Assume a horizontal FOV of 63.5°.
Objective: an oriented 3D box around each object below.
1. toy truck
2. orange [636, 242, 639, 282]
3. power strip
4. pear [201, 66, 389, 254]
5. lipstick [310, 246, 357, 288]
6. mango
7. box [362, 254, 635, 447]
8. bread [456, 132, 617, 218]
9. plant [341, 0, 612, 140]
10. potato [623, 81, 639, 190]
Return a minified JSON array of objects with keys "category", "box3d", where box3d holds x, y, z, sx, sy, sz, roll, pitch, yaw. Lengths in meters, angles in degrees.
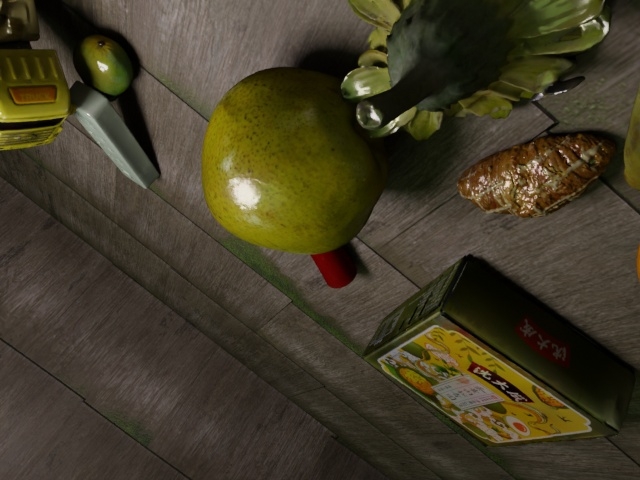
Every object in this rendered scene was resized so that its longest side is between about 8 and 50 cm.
[{"category":"toy truck","box3d":[-0.609,-0.389,0.964,0.253,0.180,0.406,-15,94,47]},{"category":"orange","box3d":[0.451,0.027,0.526,0.219,0.193,0.219,-7,153,-4]},{"category":"power strip","box3d":[-0.479,-0.228,1.227,0.091,0.062,0.385,31,164,11]},{"category":"pear","box3d":[-0.044,-0.112,0.791,0.294,0.294,0.294,27,150,17]},{"category":"lipstick","box3d":[0.000,0.000,1.100,0.080,0.080,0.241,7,141,41]},{"category":"mango","box3d":[-0.452,-0.352,1.064,0.122,0.086,0.191,43,152,-27]},{"category":"box","box3d":[0.327,0.254,1.062,0.372,0.138,0.420,36,152,1]},{"category":"bread","box3d":[0.275,-0.076,0.699,0.105,0.076,0.233,49,150,-19]},{"category":"plant","box3d":[0.156,-0.195,0.544,0.261,0.297,0.306,7,134,-9]},{"category":"potato","box3d":[0.369,-0.116,0.531,0.105,0.085,0.188,25,154,24]}]
